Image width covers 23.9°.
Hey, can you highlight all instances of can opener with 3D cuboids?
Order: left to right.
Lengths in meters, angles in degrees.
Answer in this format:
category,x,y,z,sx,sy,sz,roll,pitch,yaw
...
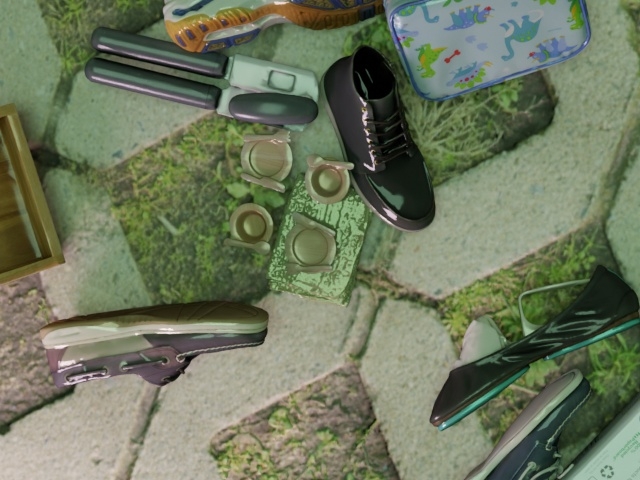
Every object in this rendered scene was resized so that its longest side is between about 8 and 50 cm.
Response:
category,x,y,z,sx,sy,sz,roll,pitch,yaw
can opener,-0.138,-0.190,1.776,0.283,0.095,0.076,13,95,0

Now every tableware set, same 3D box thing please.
category,x,y,z,sx,sy,sz,roll,pitch,yaw
tableware set,-0.038,-0.044,1.781,0.141,0.020,0.169,15,101,13

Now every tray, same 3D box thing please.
category,x,y,z,sx,sy,sz,roll,pitch,yaw
tray,-0.526,-0.004,1.754,0.411,0.076,0.203,-19,94,-23

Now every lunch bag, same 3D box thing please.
category,x,y,z,sx,sy,sz,roll,pitch,yaw
lunch bag,0.186,-0.254,1.697,0.219,0.176,0.090,-18,48,10

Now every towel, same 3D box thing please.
category,x,y,z,sx,sy,sz,roll,pitch,yaw
towel,0.000,0.000,1.807,0.110,0.027,0.148,15,97,7

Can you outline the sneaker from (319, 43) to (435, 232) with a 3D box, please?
category,x,y,z,sx,sy,sz,roll,pitch,yaw
sneaker,0.072,-0.113,1.733,0.083,0.118,0.222,-29,90,-14

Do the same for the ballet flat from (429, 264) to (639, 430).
category,x,y,z,sx,sy,sz,roll,pitch,yaw
ballet flat,0.235,0.117,1.759,0.280,0.095,0.096,-29,80,-2

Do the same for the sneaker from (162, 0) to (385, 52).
category,x,y,z,sx,sy,sz,roll,pitch,yaw
sneaker,-0.040,-0.313,1.749,0.296,0.112,0.131,-9,71,-3

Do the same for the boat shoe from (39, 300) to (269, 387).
category,x,y,z,sx,sy,sz,roll,pitch,yaw
boat shoe,-0.196,0.129,1.810,0.285,0.103,0.092,-5,99,12

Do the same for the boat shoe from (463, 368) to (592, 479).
category,x,y,z,sx,sy,sz,roll,pitch,yaw
boat shoe,0.237,0.260,1.761,0.079,0.095,0.254,40,99,5

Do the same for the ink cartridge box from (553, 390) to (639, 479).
category,x,y,z,sx,sy,sz,roll,pitch,yaw
ink cartridge box,0.468,0.298,1.750,0.307,0.072,0.303,43,97,0
